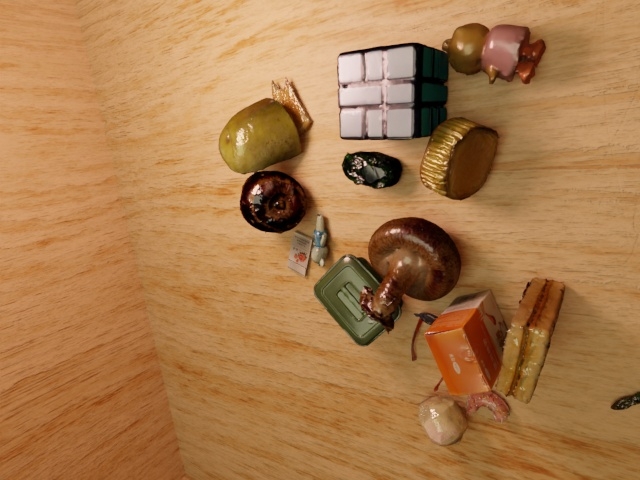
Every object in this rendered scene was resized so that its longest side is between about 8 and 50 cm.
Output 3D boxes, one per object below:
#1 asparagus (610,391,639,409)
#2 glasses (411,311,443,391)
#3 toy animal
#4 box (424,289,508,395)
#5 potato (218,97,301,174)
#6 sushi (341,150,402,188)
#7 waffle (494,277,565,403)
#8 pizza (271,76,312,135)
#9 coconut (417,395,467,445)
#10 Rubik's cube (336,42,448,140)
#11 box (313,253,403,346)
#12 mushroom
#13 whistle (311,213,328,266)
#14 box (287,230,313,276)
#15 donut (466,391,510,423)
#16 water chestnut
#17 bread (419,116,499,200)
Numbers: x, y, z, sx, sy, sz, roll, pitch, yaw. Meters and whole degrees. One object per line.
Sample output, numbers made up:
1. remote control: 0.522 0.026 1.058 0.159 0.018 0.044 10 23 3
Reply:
1. asparagus: 0.996 0.500 1.333 0.036 0.030 0.165 38 125 -9
2. glasses: 0.418 0.435 1.628 0.234 0.118 0.268 53 133 51
3. toy animal: 0.499 -0.563 1.260 0.281 0.169 0.195 21 74 35
4. box: 0.510 0.337 1.431 0.144 0.341 0.224 -24 91 40
5. potato: -0.294 -0.443 1.757 0.330 0.280 0.212 37 154 27
6. sushi: 0.190 -0.272 1.602 0.225 0.127 0.124 22 117 31
7. waffle: 0.647 0.295 1.299 0.114 0.376 0.260 18 116 30
8. pizza: -0.143 -0.566 1.801 0.181 0.034 0.261 -19 96 38
9. coconut: 0.490 0.722 1.677 0.195 0.194 0.194 12 112 33
10. Rubik's cube: 0.243 -0.481 1.397 0.294 0.289 0.283 5 107 32
11. box: 0.166 0.236 1.734 0.253 0.178 0.328 -46 74 19
12. mushroom: 0.295 0.088 1.514 0.331 0.357 0.334 55 146 25
13. whistle: 0.000 0.000 1.865 0.114 0.077 0.235 -151 61 -63
14. box: -0.093 0.063 1.978 0.109 0.029 0.198 26 118 27
15. donut: 0.632 0.627 1.616 0.166 0.065 0.116 -11 99 36
16. water chestnut: -0.212 -0.171 1.854 0.300 0.300 0.299 12 112 33
17. bread: 0.445 -0.262 1.361 0.142 0.228 0.253 45 133 41
